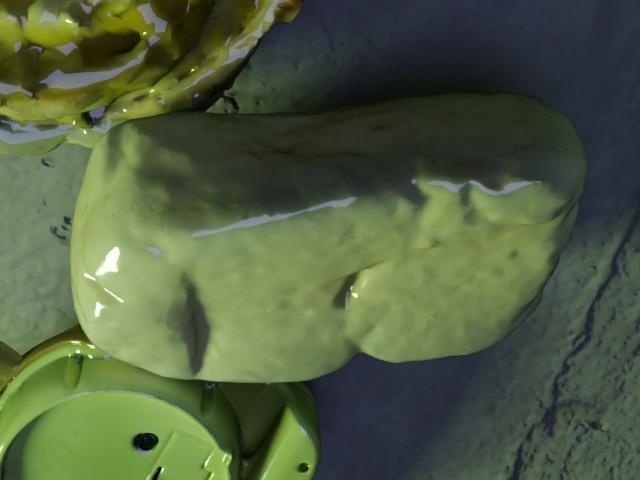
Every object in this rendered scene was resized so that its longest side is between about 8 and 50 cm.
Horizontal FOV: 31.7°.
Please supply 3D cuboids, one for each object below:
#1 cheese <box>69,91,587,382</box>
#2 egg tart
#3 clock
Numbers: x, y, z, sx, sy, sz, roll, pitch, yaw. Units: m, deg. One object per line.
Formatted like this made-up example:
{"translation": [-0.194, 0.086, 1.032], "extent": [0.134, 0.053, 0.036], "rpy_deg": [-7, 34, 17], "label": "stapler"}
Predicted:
{"translation": [0.000, -0.001, 0.590], "extent": [0.262, 0.093, 0.159], "rpy_deg": [-7, 140, -5], "label": "cheese"}
{"translation": [-0.132, -0.160, 0.518], "extent": [0.278, 0.095, 0.279], "rpy_deg": [-1, 117, -3], "label": "egg tart"}
{"translation": [-0.128, 0.126, 0.666], "extent": [0.232, 0.069, 0.170], "rpy_deg": [23, 111, -15], "label": "clock"}
